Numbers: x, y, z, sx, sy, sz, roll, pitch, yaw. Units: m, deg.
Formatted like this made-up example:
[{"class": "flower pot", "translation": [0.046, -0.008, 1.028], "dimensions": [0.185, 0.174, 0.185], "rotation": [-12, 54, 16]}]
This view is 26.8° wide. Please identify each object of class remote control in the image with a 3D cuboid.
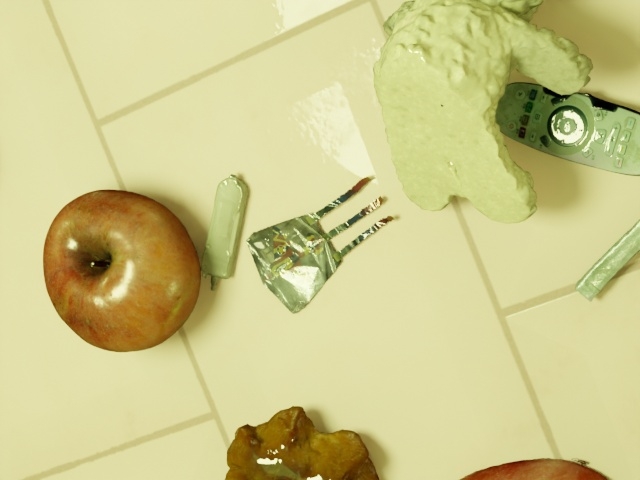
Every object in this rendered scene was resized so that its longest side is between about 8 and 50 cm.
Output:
[{"class": "remote control", "translation": [0.360, -0.156, 1.858], "dimensions": [0.256, 0.045, 0.097], "rotation": [22, 104, 19]}]

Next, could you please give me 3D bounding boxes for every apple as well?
[{"class": "apple", "translation": [-0.300, 0.045, 2.051], "dimensions": [0.253, 0.253, 0.254], "rotation": [4, 101, 20]}]

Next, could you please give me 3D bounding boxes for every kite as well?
[{"class": "kite", "translation": [0.001, 0.000, 2.032], "dimensions": [0.245, 0.015, 0.141], "rotation": [-35, 88, 25]}]

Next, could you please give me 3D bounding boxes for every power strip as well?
[{"class": "power strip", "translation": [-0.149, -0.011, 2.076], "dimensions": [0.047, 0.030, 0.191], "rotation": [16, 105, 15]}]

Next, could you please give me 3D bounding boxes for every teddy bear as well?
[{"class": "teddy bear", "translation": [0.237, -0.280, 1.840], "dimensions": [0.327, 0.362, 0.375], "rotation": [12, 144, 38]}]

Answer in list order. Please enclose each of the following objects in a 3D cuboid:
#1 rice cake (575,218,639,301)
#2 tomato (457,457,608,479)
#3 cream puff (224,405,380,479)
[{"class": "rice cake", "translation": [0.421, 0.017, 1.874], "dimensions": [0.033, 0.029, 0.171], "rotation": [43, 110, 4]}, {"class": "tomato", "translation": [0.305, 0.485, 1.941], "dimensions": [0.338, 0.143, 0.338], "rotation": [5, 103, 21]}, {"class": "cream puff", "translation": [-0.046, 0.382, 2.050], "dimensions": [0.241, 0.155, 0.269], "rotation": [37, 103, 5]}]
